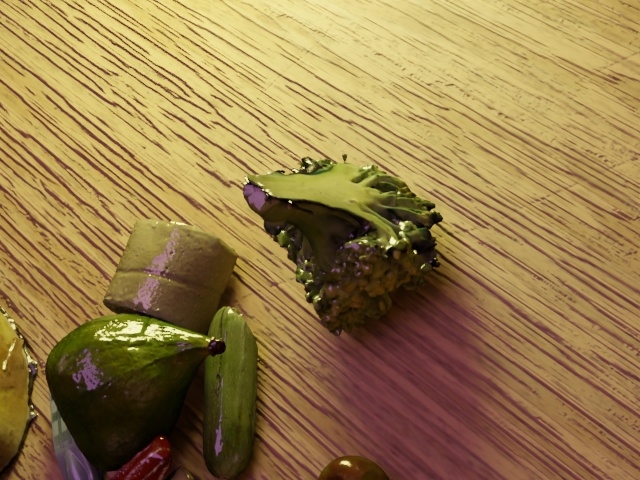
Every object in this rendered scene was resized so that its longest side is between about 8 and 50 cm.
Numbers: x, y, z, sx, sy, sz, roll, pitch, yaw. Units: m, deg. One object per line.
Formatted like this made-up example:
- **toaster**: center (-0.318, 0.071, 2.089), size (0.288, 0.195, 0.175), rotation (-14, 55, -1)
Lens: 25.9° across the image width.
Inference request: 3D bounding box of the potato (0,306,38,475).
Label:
- **potato**: center (-0.574, 0.198, 1.888), size (0.290, 0.296, 0.397), rotation (13, 67, 18)

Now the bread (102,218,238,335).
- **bread**: center (-0.203, 0.050, 1.878), size (0.148, 0.134, 0.141), rotation (14, 72, 26)

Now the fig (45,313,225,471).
- **fig**: center (-0.223, 0.171, 1.787), size (0.235, 0.203, 0.203), rotation (-28, 52, 6)

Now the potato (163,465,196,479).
- **potato**: center (-0.165, 0.349, 1.726), size (0.096, 0.066, 0.103), rotation (-47, 52, 12)

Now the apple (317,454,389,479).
- **apple**: center (0.037, 0.295, 1.621), size (0.089, 0.074, 0.089), rotation (-16, 58, 27)

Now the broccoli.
- **broccoli**: center (0.004, 0.011, 1.717), size (0.242, 0.273, 0.180), rotation (47, 127, 42)

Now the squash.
- **squash**: center (-0.115, 0.191, 1.783), size (0.069, 0.069, 0.239), rotation (-15, 59, 25)

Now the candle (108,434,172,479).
- **candle**: center (-0.294, 0.358, 1.767), size (0.329, 0.048, 0.051), rotation (-44, 67, 23)

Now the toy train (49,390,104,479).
- **toy train**: center (-0.327, 0.283, 1.875), size (0.052, 0.051, 0.234), rotation (-28, 52, 21)
